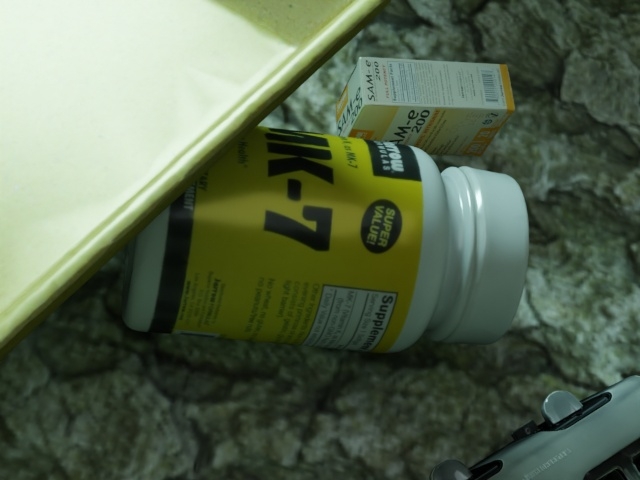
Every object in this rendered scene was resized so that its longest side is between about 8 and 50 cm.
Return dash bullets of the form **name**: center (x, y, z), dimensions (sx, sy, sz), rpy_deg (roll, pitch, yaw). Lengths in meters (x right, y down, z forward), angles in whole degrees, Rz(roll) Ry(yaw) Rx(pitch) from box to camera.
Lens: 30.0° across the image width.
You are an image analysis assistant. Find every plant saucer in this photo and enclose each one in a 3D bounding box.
- **plant saucer**: center (-0.178, -0.091, 0.585), dimensions (0.333, 0.081, 0.333), rpy_deg (34, 62, 23)

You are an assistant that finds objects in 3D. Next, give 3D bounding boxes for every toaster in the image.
- **toaster**: center (0.131, 0.183, 0.612), dimensions (0.168, 0.110, 0.186), rpy_deg (-26, 74, -23)

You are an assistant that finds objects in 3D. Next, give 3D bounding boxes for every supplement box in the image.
- **supplement box**: center (0.064, -0.083, 0.751), dimensions (0.098, 0.062, 0.036), rpy_deg (0, 66, -14)

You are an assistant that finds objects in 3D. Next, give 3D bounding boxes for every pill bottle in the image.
- **pill bottle**: center (0.000, 0.000, 0.662), dimensions (0.208, 0.119, 0.119), rpy_deg (6, 63, -12)
